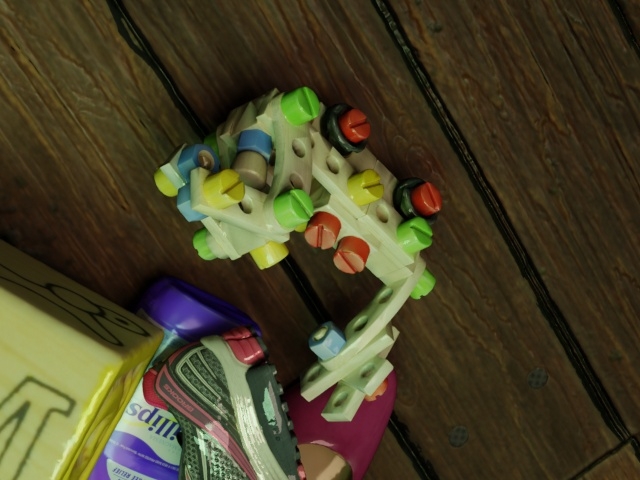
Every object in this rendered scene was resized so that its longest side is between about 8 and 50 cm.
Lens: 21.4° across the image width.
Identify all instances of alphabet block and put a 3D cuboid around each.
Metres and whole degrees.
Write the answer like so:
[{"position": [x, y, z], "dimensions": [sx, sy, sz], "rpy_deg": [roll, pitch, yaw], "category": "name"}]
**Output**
[{"position": [-0.269, 0.118, 1.382], "dimensions": [0.197, 0.192, 0.193], "rpy_deg": [29, 97, 4], "category": "alphabet block"}]

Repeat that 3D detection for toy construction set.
[{"position": [0.000, 0.000, 1.477], "dimensions": [0.151, 0.215, 0.327], "rpy_deg": [-10, 130, 29], "category": "toy construction set"}]

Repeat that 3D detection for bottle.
[{"position": [-0.165, 0.175, 1.524], "dimensions": [0.118, 0.092, 0.283], "rpy_deg": [29, 95, -28], "category": "bottle"}]

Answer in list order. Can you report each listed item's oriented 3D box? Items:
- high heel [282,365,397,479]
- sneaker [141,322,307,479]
[{"position": [-0.030, 0.282, 1.558], "dimensions": [0.127, 0.181, 0.377], "rpy_deg": [33, 93, -25], "category": "high heel"}, {"position": [-0.063, 0.226, 1.462], "dimensions": [0.112, 0.121, 0.299], "rpy_deg": [-18, 94, -6], "category": "sneaker"}]
